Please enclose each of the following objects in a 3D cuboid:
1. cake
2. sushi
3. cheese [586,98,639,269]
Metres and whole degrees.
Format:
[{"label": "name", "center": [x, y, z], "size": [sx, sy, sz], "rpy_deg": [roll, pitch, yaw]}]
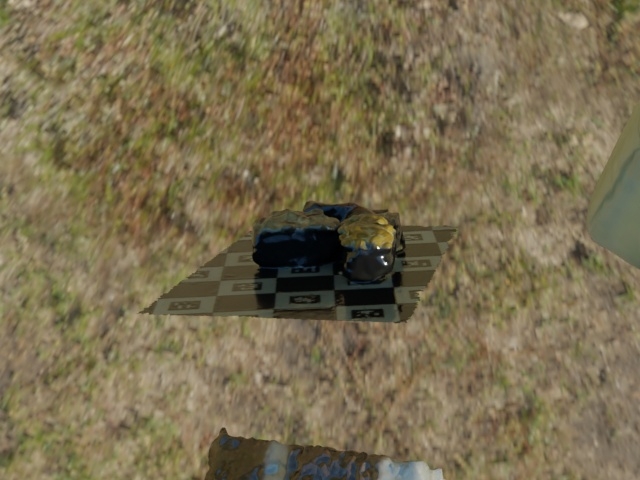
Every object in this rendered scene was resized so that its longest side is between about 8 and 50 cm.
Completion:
[{"label": "cake", "center": [0.009, 0.185, 0.791], "size": [0.147, 0.135, 0.134], "rpy_deg": [2, 159, 23]}, {"label": "sushi", "center": [0.000, 0.000, 1.096], "size": [0.193, 0.279, 0.043], "rpy_deg": [1, 104, 15]}, {"label": "cheese", "center": [0.313, -0.050, 0.885], "size": [0.243, 0.124, 0.265], "rpy_deg": [20, 154, 4]}]
